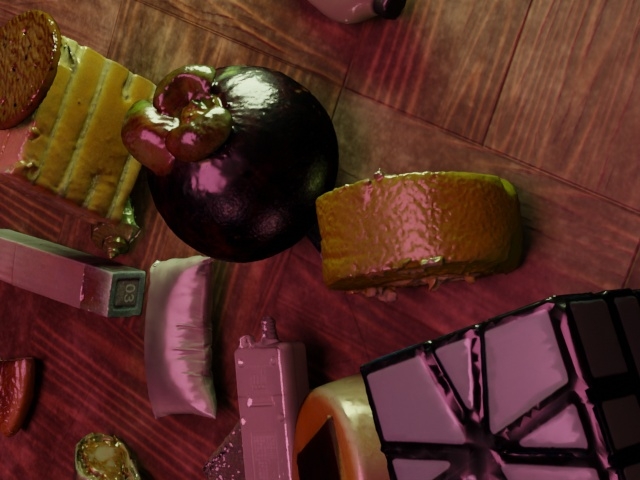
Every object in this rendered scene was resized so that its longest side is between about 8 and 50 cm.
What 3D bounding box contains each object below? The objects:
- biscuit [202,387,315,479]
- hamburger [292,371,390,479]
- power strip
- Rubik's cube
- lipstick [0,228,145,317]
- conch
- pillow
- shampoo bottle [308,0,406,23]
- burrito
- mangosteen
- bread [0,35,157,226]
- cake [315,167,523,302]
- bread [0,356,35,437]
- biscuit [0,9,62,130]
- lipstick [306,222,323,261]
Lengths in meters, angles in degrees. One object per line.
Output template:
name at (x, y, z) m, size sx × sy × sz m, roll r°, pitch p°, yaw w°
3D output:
biscuit at (-0.068, 0.307, 1.836) m, size 0.147 × 0.046 × 0.250 m, roll 52°, pitch 120°, yaw 28°
hamburger at (0.073, 0.306, 1.603) m, size 0.302 × 0.170 × 0.302 m, roll 180°, pitch 90°, yaw -70°
power strip at (-0.060, 0.273, 1.762) m, size 0.098 × 0.058 × 0.338 m, roll -8°, pitch 86°, yaw 39°
Rubik's cube at (0.260, 0.224, 1.414) m, size 0.288 × 0.283 × 0.293 m, roll -22°, pitch 79°, yaw 37°
lipstick at (-0.447, 0.050, 2.133) m, size 0.371 × 0.076 × 0.079 m, roll 15°, pitch 101°, yaw 39°
conch at (-0.328, -0.025, 2.052) m, size 0.089 × 0.074 × 0.121 m, roll -8°, pitch 63°, yaw 24°
pillow at (-0.209, 0.150, 1.933) m, size 0.144 × 0.078 × 0.254 m, roll -2°, pitch 88°, yaw 40°
shampoo bottle at (0.020, -0.376, 1.748) m, size 0.257 × 0.078 × 0.127 m, roll 38°, pitch 112°, yaw 32°
burrito at (-0.345, 0.464, 2.018) m, size 0.143 × 0.105 × 0.299 m, roll -175°, pitch 86°, yaw -70°
mangosteen at (-0.117, -0.112, 1.730) m, size 0.288 × 0.288 × 0.288 m, roll 0°, pitch 89°, yaw 40°
bread at (-0.374, -0.173, 1.941) m, size 0.111 × 0.239 × 0.246 m, roll 15°, pitch 81°, yaw 39°
cake at (0.118, -0.009, 1.599) m, size 0.260 × 0.179 × 0.156 m, roll -14°, pitch 82°, yaw 40°
bread at (-0.537, 0.245, 2.220) m, size 0.136 × 0.054 × 0.154 m, roll -46°, pitch 68°, yaw 31°
biscuit at (-0.440, -0.247, 1.850) m, size 0.188 × 0.027 × 0.188 m, roll -17°, pitch 62°, yaw 35°
lipstick at (0.000, 0.000, 1.792) m, size 0.116 × 0.037 × 0.037 m, roll 52°, pitch 120°, yaw 31°
